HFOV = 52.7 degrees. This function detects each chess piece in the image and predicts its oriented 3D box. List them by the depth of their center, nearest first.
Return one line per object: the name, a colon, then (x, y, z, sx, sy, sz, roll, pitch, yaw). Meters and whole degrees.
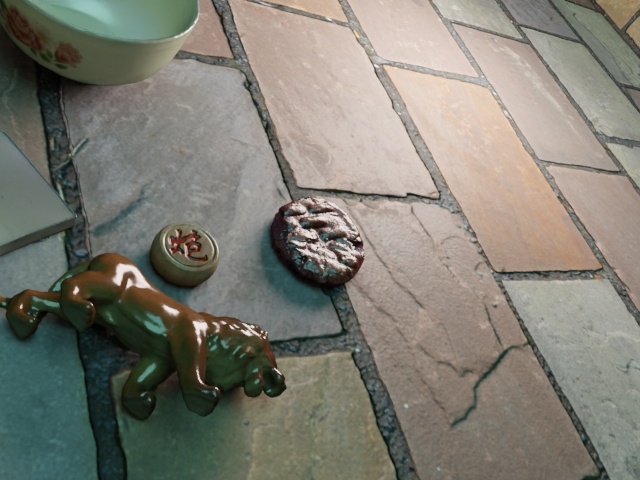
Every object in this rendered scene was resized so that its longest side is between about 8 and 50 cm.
chess piece: (-0.166, 0.017, 0.792, 0.084, 0.038, 0.083, 17, 44, -18)

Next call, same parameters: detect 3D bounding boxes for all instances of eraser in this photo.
eraser: (-0.366, -0.056, 0.733, 0.150, 0.023, 0.104, 46, 42, 11)

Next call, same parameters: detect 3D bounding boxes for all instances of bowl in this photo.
bowl: (-0.322, -0.317, 0.907, 0.277, 0.145, 0.276, 19, 43, -19)

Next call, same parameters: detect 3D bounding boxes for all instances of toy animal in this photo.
toy animal: (-0.178, 0.094, 0.689, 0.313, 0.097, 0.157, 33, 30, -1)

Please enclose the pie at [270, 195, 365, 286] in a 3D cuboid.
pie: (0.000, 0.000, 0.920, 0.155, 0.036, 0.154, 18, 46, -20)
